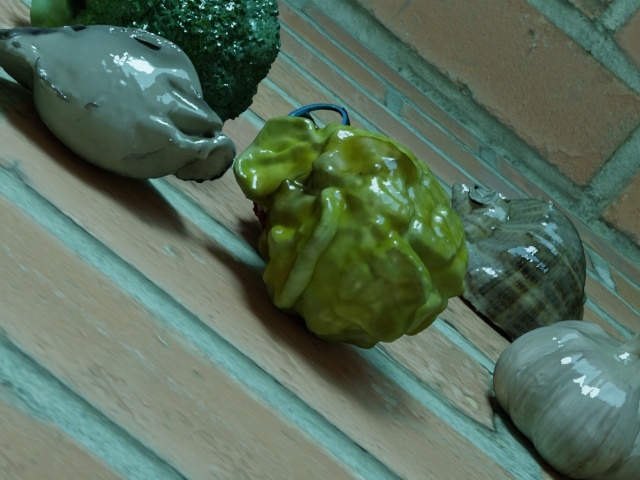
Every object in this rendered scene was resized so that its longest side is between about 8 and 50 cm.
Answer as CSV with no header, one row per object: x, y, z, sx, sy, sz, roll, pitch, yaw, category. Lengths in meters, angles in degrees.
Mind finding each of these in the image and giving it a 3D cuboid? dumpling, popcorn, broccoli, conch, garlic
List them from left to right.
-0.194,-0.126,1.529,0.247,0.142,0.172,31,-21,-8,dumpling
-0.173,-0.228,1.702,0.270,0.270,0.270,12,4,20,broccoli
0.025,-0.006,1.531,0.217,0.181,0.235,47,22,-29,popcorn
0.276,0.031,2.176,0.291,0.159,0.210,42,12,3,conch
0.315,0.150,1.775,0.218,0.212,0.218,35,20,-14,garlic

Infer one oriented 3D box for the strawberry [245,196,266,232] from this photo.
-0.005,0.000,1.713,0.167,0.087,0.208,-34,99,-56,strawberry

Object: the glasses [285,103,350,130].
0.053,-0.072,2.021,0.207,0.102,0.239,28,17,-41,glasses
